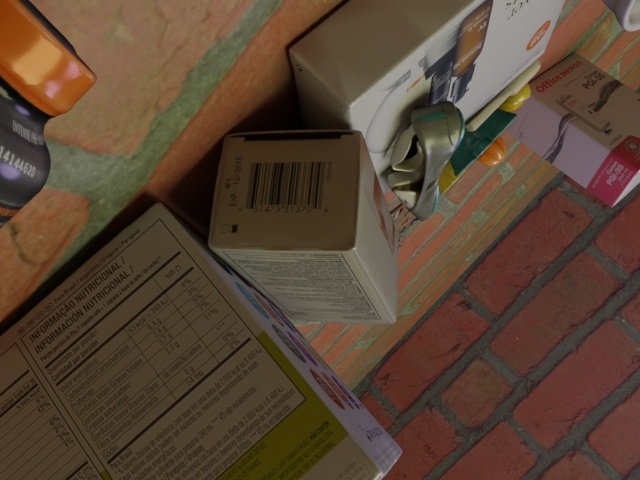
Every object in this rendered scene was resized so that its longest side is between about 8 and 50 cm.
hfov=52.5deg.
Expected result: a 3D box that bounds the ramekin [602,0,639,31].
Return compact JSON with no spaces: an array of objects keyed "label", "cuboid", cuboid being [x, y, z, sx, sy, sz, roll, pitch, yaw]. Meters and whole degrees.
[{"label":"ramekin","cuboid":[0.497,-0.455,0.926,0.277,0.135,0.277,-34,161,-13]}]

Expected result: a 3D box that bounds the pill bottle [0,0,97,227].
[{"label":"pill bottle","cuboid":[-0.230,-0.031,0.322,0.245,0.130,0.130,-44,162,-3]}]

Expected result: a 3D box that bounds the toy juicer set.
[{"label":"toy juicer set","cuboid":[0.286,-0.185,1.052,0.209,0.089,0.329,-45,176,-7]}]

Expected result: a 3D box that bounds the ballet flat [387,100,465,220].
[{"label":"ballet flat","cuboid":[0.111,-0.087,0.766,0.068,0.072,0.213,-11,154,-9]}]

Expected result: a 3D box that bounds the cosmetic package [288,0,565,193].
[{"label":"cosmetic package","cuboid":[0.144,-0.224,0.769,0.377,0.097,0.284,-42,164,-10]}]

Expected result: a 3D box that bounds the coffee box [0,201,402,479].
[{"label":"coffee box","cuboid":[-0.150,0.223,0.714,0.338,0.334,0.338,-42,163,-3]}]

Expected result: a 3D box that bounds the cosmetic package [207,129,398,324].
[{"label":"cosmetic package","cuboid":[0.000,0.000,0.748,0.296,0.153,0.129,60,33,-66]}]

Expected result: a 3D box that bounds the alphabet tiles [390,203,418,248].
[{"label":"alphabet tiles","cuboid":[0.147,-0.010,1.369,0.198,0.009,0.237,-39,161,-19]}]

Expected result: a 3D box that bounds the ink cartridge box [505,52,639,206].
[{"label":"ink cartridge box","cuboid":[0.552,-0.232,1.323,0.207,0.283,0.117,-35,156,-28]}]
